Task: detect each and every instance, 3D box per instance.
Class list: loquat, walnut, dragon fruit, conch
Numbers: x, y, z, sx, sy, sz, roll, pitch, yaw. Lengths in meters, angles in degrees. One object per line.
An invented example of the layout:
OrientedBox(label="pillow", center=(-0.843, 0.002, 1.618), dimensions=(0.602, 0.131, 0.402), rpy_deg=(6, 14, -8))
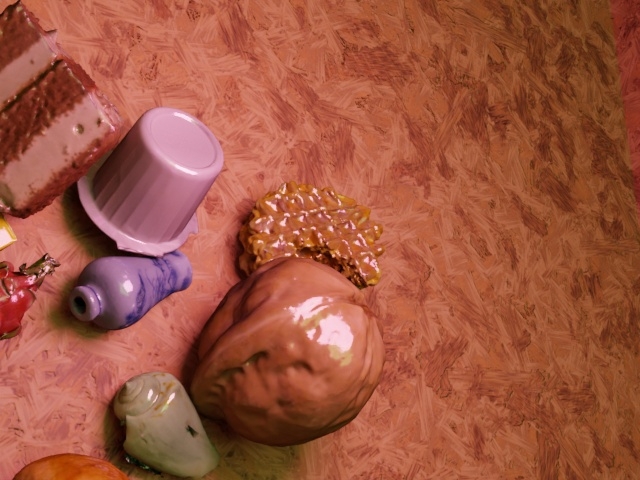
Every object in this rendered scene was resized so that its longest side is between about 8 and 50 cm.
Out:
OrientedBox(label="loquat", center=(-0.405, 0.449, 1.550), dimensions=(0.238, 0.238, 0.193), rpy_deg=(33, 62, -27))
OrientedBox(label="walnut", center=(-0.062, 0.216, 1.841), dimensions=(0.383, 0.383, 0.384), rpy_deg=(16, 64, -36))
OrientedBox(label="dragon fruit", center=(-0.550, 0.097, 1.620), dimensions=(0.236, 0.137, 0.135), rpy_deg=(-44, 107, -44))
OrientedBox(label="conch", center=(-0.298, 0.361, 1.768), dimensions=(0.143, 0.137, 0.251), rpy_deg=(-69, 143, -64))

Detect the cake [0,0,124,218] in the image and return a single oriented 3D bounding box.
OrientedBox(label="cake", center=(-0.510, -0.222, 1.627), dimensions=(0.282, 0.256, 0.290), rpy_deg=(-42, 101, 0))

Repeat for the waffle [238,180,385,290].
OrientedBox(label="waffle", center=(-0.023, 0.010, 2.065), dimensions=(0.324, 0.151, 0.261), rpy_deg=(7, 60, -26))

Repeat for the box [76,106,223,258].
OrientedBox(label="box", center=(-0.324, -0.147, 1.817), dimensions=(0.291, 0.206, 0.262), rpy_deg=(46, 34, 3))

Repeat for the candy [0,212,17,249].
OrientedBox(label="candy", center=(-0.654, 0.042, 1.544), dimensions=(0.276, 0.146, 0.088), rpy_deg=(-39, 102, -44))

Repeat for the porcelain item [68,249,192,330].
OrientedBox(label="porcelain item", center=(-0.361, 0.086, 1.794), dimensions=(0.259, 0.141, 0.141), rpy_deg=(-24, 90, -52))
